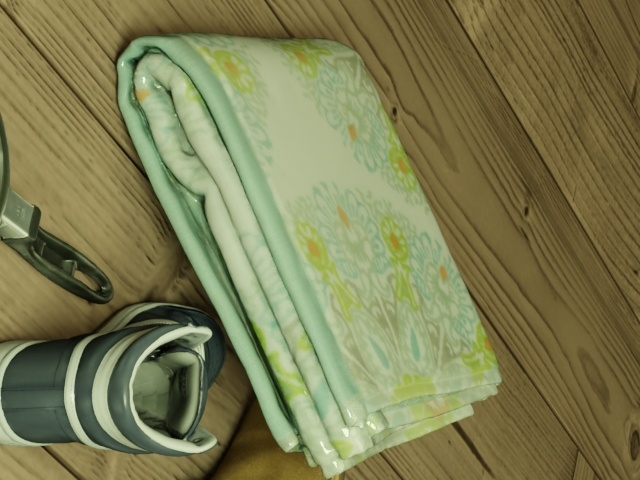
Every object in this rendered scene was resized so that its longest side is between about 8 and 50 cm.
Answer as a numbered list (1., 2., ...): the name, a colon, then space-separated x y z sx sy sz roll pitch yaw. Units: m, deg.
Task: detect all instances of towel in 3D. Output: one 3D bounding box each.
1. towel: 0.000 0.000 1.553 0.320 0.090 0.374 -6 71 -63

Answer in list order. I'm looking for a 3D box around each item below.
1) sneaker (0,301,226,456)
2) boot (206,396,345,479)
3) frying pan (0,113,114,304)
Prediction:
1. sneaker: -0.111 0.100 1.364 0.282 0.153 0.099 -10 95 -60
2. boot: -0.067 0.218 1.484 0.115 0.112 0.305 44 50 -35
3. frying pan: -0.243 -0.010 1.264 0.326 0.053 0.197 58 40 -34
